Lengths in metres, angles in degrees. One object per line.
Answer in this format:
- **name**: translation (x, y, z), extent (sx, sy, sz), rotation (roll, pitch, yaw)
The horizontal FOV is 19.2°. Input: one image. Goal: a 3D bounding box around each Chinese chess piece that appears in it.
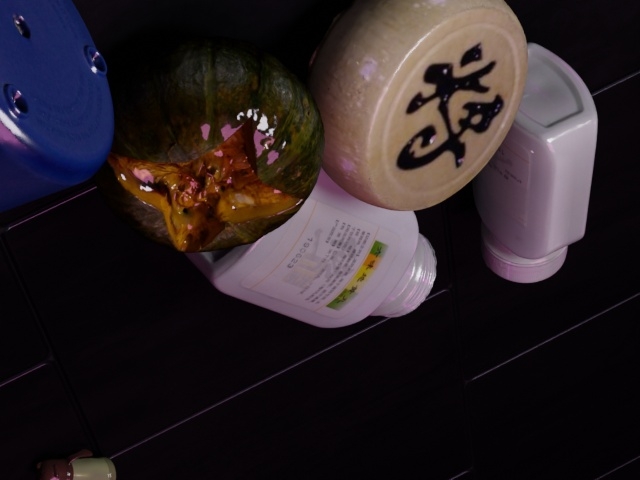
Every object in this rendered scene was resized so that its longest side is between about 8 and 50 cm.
- **Chinese chess piece**: translation (0.100, -0.155, 1.953), extent (0.257, 0.104, 0.257), rotation (-28, 136, -31)

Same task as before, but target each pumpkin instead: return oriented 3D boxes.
- **pumpkin**: translation (-0.111, -0.097, 1.859), extent (0.238, 0.159, 0.238), rotation (-4, 142, -3)

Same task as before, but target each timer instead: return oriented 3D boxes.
- **timer**: translation (-0.398, -0.093, 1.592), extent (0.383, 0.270, 0.270), rotation (-28, 149, 18)

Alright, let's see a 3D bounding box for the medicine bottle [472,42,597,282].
- **medicine bottle**: translation (0.242, -0.078, 2.171), extent (0.111, 0.161, 0.296), rotation (-24, 144, -17)

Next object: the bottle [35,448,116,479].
- **bottle**: translation (-0.301, 0.283, 2.295), extent (0.101, 0.047, 0.063), rotation (8, 91, -39)

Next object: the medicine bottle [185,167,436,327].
- **medicine bottle**: translation (0.000, 0.000, 2.108), extent (0.324, 0.124, 0.179), rotation (22, 106, -49)
